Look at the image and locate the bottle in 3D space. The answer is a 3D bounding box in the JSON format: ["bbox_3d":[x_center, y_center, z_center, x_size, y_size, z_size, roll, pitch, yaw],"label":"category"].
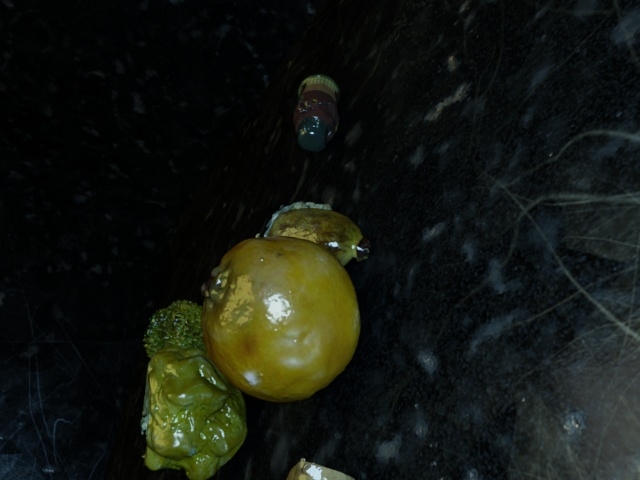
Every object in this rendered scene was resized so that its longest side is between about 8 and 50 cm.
[{"bbox_3d":[-0.013,-0.382,1.584,0.143,0.156,0.271,-26,39,32],"label":"bottle"}]

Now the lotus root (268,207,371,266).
[{"bbox_3d":[0.000,0.000,1.189,0.260,0.128,0.145,10,54,32],"label":"lotus root"}]

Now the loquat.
[{"bbox_3d":[-0.080,0.149,1.034,0.328,0.329,0.328,-47,30,38],"label":"loquat"}]

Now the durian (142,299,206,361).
[{"bbox_3d":[-0.496,0.351,1.891,0.291,0.224,0.291,-15,47,16],"label":"durian"}]

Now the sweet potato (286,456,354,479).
[{"bbox_3d":[0.009,0.493,0.762,0.131,0.131,0.336,-53,26,30],"label":"sweet potato"}]

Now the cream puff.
[{"bbox_3d":[-0.313,0.410,1.344,0.323,0.270,0.274,-125,42,-54],"label":"cream puff"}]

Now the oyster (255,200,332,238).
[{"bbox_3d":[-0.084,0.040,1.363,0.351,0.115,0.238,-57,-18,-13],"label":"oyster"}]
